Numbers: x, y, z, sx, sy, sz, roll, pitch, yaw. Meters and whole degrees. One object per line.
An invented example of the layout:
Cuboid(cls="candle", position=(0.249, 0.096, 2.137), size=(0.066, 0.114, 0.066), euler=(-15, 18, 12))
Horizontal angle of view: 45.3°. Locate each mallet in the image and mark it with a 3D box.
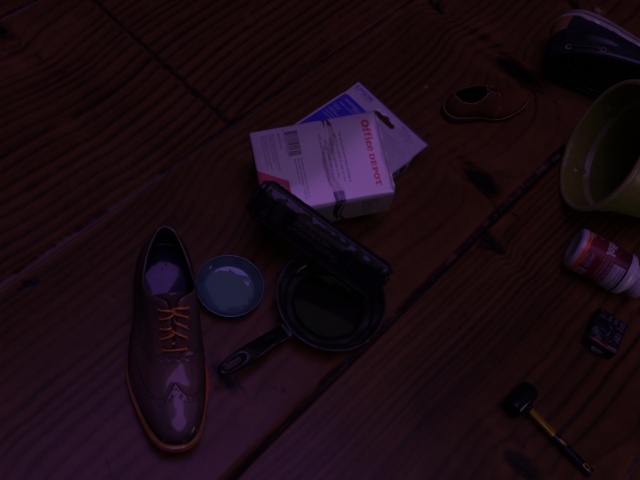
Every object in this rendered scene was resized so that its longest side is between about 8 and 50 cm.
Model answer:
Cuboid(cls="mallet", position=(0.405, 0.326, 1.335), size=(0.190, 0.039, 0.062), euler=(41, 58, 5))

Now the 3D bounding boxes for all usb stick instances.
Cuboid(cls="usb stick", position=(0.000, 0.000, 1.325), size=(0.278, 0.045, 0.077), euler=(36, 98, -7))

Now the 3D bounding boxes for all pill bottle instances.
Cuboid(cls="pill bottle", position=(0.559, 0.048, 1.494), size=(0.152, 0.086, 0.086), euler=(29, 59, 3))

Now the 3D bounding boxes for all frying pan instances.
Cuboid(cls="frying pan", position=(-0.013, 0.152, 1.321), size=(0.197, 0.053, 0.326), euler=(31, 60, 4))

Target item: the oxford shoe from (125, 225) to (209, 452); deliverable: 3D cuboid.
Cuboid(cls="oxford shoe", position=(-0.247, 0.149, 1.220), size=(0.130, 0.132, 0.363), euler=(-5, 63, -16))

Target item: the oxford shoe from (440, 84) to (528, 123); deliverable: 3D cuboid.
Cuboid(cls="oxford shoe", position=(0.368, -0.303, 1.654), size=(0.212, 0.076, 0.076), euler=(-13, 63, -22))

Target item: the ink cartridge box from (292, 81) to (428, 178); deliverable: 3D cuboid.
Cuboid(cls="ink cartridge box", position=(0.074, -0.196, 1.540), size=(0.208, 0.045, 0.206), euler=(-38, 75, -26))

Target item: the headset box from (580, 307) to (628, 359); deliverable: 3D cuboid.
Cuboid(cls="headset box", position=(0.534, 0.178, 1.446), size=(0.062, 0.032, 0.083), euler=(31, 60, 6))

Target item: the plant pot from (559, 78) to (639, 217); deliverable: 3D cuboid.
Cuboid(cls="plant pot", position=(0.673, -0.146, 1.549), size=(0.254, 0.276, 0.276), euler=(21, 58, -14))

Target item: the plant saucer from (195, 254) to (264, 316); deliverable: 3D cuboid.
Cuboid(cls="plant saucer", position=(-0.159, 0.082, 1.343), size=(0.119, 0.021, 0.119), euler=(6, 61, -11))

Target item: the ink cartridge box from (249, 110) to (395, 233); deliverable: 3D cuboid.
Cuboid(cls="ink cartridge box", position=(0.002, -0.126, 1.415), size=(0.237, 0.100, 0.171), euler=(-11, 72, -4))

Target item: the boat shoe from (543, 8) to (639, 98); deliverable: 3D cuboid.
Cuboid(cls="boat shoe", position=(0.722, -0.338, 1.700), size=(0.500, 0.186, 0.156), euler=(30, 64, 10))
